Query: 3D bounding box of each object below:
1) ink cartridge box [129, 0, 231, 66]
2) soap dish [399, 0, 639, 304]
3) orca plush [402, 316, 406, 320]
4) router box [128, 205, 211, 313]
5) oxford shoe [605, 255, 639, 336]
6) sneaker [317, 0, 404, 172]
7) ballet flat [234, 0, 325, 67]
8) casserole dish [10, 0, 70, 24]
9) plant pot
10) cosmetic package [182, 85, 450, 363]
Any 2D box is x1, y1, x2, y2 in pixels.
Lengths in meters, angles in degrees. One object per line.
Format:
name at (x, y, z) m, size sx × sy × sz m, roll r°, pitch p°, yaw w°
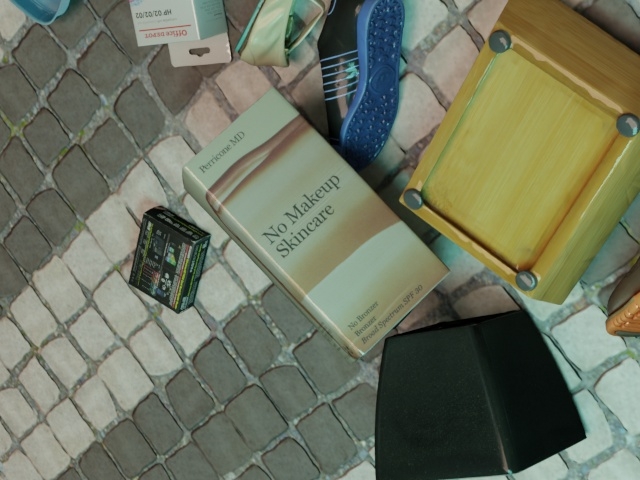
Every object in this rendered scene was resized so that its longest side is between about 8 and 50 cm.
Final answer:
ink cartridge box at (-0.182, -0.303, 1.643) m, size 0.104 × 0.061 × 0.181 m, roll 0°, pitch 108°, yaw 34°
soap dish at (0.229, -0.095, 1.411) m, size 0.229 × 0.118 × 0.291 m, roll 38°, pitch 123°, yaw 17°
orca plush at (0.000, 0.000, 1.644) m, size 0.287 × 0.102 × 0.151 m, roll 40°, pitch 81°, yaw 3°
router box at (-0.207, 0.026, 1.800) m, size 0.092 × 0.038 × 0.122 m, roll 30°, pitch 122°, yaw 22°
oxford shoe at (0.407, -0.025, 1.341) m, size 0.364 × 0.130 × 0.133 m, roll -51°, pitch 44°, yaw 42°
sneaker at (0.038, -0.196, 1.534) m, size 0.090 × 0.081 × 0.232 m, roll 38°, pitch 130°, yaw 40°
ballet flat at (-0.023, -0.306, 1.535) m, size 0.086 × 0.086 × 0.248 m, roll 38°, pitch 126°, yaw 16°
casserole dish at (-0.395, -0.375, 1.776) m, size 0.188 × 0.037 × 0.114 m, roll 40°, pitch 125°, yaw 15°
plant pot at (0.173, 0.175, 1.523) m, size 0.187 × 0.188 × 0.167 m, roll -12°, pitch 87°, yaw 37°
cosmetic package at (-0.008, -0.014, 1.527) m, size 0.296 × 0.153 × 0.129 m, roll 45°, pitch 171°, yaw 4°
